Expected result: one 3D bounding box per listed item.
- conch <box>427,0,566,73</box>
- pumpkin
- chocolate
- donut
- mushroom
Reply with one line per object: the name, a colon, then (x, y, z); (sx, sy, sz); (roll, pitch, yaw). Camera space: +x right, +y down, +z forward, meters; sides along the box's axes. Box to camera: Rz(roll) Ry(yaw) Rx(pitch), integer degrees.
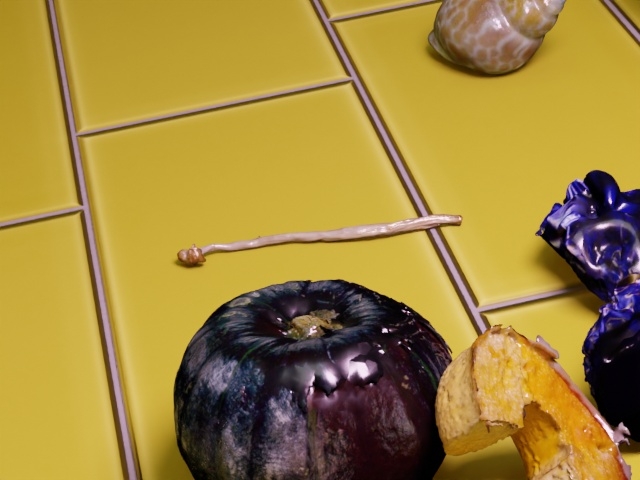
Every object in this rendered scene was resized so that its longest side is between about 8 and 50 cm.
conch: (0.192, -0.248, 1.928); (0.116, 0.106, 0.173); (0, 14, -22)
pumpkin: (-0.002, 0.128, 1.325); (0.233, 0.163, 0.233); (-2, 23, 1)
chocolate: (0.275, 0.039, 1.459); (0.148, 0.126, 0.343); (-14, 26, 7)
donut: (0.159, 0.148, 1.273); (0.078, 0.181, 0.146); (-38, 16, 32)
mushroom: (-0.001, -0.005, 1.665); (0.286, 0.026, 0.028); (-8, 48, -3)
